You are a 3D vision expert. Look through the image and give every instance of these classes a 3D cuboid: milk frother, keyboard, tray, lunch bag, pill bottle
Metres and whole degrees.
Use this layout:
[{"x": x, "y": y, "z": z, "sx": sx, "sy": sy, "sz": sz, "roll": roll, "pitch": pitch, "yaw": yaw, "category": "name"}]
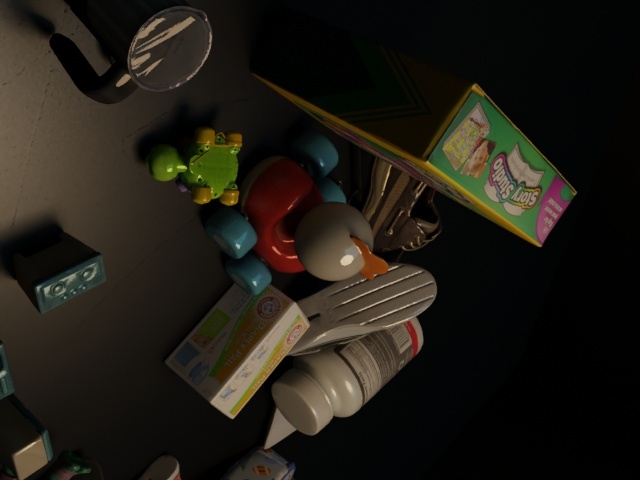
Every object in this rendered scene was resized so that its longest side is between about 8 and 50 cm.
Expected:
[{"x": -0.163, "y": -0.191, "z": 0.632, "sx": 0.143, "sy": 0.134, "sz": 0.129, "roll": -1, "pitch": 134, "yaw": -55, "category": "milk frother"}, {"x": 0.073, "y": -0.108, "z": 1.205, "sx": 0.201, "sy": 0.033, "sz": 0.317, "roll": -47, "pitch": 150, "yaw": -30, "category": "keyboard"}, {"x": -0.030, "y": 0.363, "z": 1.534, "sx": 0.270, "sy": 0.030, "sz": 0.145, "roll": -20, "pitch": 136, "yaw": -48, "category": "tray"}, {"x": -0.174, "y": 0.586, "z": 1.417, "sx": 0.303, "sy": 0.115, "sz": 0.243, "roll": -16, "pitch": 131, "yaw": -64, "category": "lunch bag"}, {"x": 0.055, "y": 0.254, "z": 1.397, "sx": 0.319, "sy": 0.176, "sz": 0.176, "roll": -35, "pitch": 145, "yaw": -34, "category": "pill bottle"}]

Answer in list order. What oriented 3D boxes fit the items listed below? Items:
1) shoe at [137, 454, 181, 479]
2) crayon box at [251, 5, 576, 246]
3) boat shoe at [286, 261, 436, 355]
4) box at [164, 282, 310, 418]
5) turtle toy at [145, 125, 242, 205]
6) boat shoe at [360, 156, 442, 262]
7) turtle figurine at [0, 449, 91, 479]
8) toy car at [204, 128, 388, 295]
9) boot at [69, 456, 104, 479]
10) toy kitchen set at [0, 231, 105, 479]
[{"x": -0.310, "y": 0.458, "z": 1.156, "sx": 0.178, "sy": 0.064, "sz": 0.081, "roll": -40, "pitch": 143, "yaw": -35, "category": "shoe"}, {"x": 0.135, "y": -0.145, "z": 0.898, "sx": 0.363, "sy": 0.313, "sz": 0.106, "roll": 22, "pitch": 100, "yaw": -51, "category": "crayon box"}, {"x": 0.049, "y": 0.127, "z": 1.245, "sx": 0.336, "sy": 0.121, "sz": 0.119, "roll": -17, "pitch": 167, "yaw": 2, "category": "boat shoe"}, {"x": -0.129, "y": 0.165, "z": 1.083, "sx": 0.203, "sy": 0.114, "sz": 0.103, "roll": -50, "pitch": 152, "yaw": -15, "category": "box"}, {"x": -0.153, "y": -0.093, "z": 0.825, "sx": 0.130, "sy": 0.066, "sz": 0.095, "roll": -1, "pitch": 97, "yaw": -54, "category": "turtle toy"}, {"x": 0.148, "y": -0.037, "z": 1.227, "sx": 0.132, "sy": 0.130, "sz": 0.355, "roll": -33, "pitch": 142, "yaw": -46, "category": "boat shoe"}, {"x": -0.409, "y": 0.376, "z": 0.858, "sx": 0.234, "sy": 0.118, "sz": 0.175, "roll": -63, "pitch": 145, "yaw": -11, "category": "turtle figurine"}, {"x": 0.000, "y": 0.000, "z": 0.980, "sx": 0.219, "sy": 0.238, "sz": 0.210, "roll": -45, "pitch": 150, "yaw": -20, "category": "toy car"}, {"x": -0.381, "y": 0.449, "z": 1.008, "sx": 0.085, "sy": 0.236, "sz": 0.179, "roll": 7, "pitch": 161, "yaw": -21, "category": "boot"}, {"x": -0.308, "y": 0.126, "z": 0.750, "sx": 0.166, "sy": 0.122, "sz": 0.207, "roll": -31, "pitch": 143, "yaw": -39, "category": "toy kitchen set"}]
